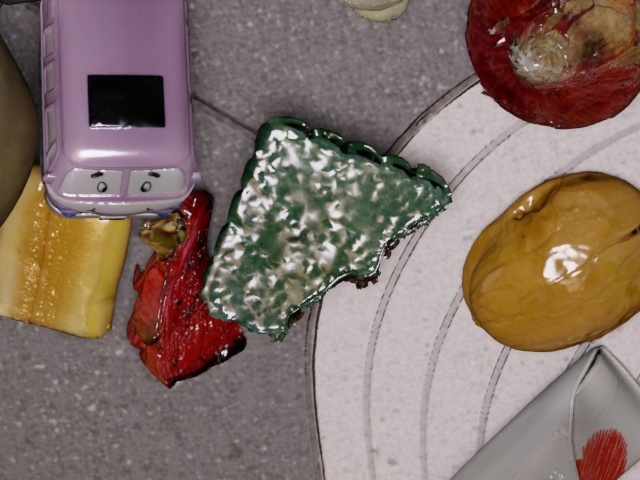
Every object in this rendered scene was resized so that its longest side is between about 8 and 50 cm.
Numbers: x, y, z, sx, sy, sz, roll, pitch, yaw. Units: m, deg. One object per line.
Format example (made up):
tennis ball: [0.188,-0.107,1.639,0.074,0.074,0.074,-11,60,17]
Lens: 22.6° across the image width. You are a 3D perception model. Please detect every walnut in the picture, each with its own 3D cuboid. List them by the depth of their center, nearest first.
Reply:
walnut: [0.235,0.036,1.532,0.211,0.087,0.167,-37,104,14]

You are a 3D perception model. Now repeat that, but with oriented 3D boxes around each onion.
onion: [0.207,-0.175,1.442,0.184,0.147,0.184,14,124,23]

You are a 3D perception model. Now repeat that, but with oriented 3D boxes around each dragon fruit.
dragon fruit: [-0.128,0.045,1.563,0.122,0.092,0.192,10,107,2]

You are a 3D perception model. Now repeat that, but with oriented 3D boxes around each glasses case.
glasses case: [0.208,0.250,1.597,0.128,0.083,0.308,41,106,-6]

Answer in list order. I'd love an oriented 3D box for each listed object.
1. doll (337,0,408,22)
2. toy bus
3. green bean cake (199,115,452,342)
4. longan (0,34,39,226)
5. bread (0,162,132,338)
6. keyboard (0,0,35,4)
doll: [-0.018,-0.318,1.440,0.278,0.175,0.149,26,68,-1]
toy bus: [-0.188,-0.123,1.459,0.142,0.142,0.202,-1,81,-17]
green bean cake: [0.000,0.000,1.513,0.193,0.107,0.208,22,94,-10]
longan: [-0.399,-0.106,1.428,0.350,0.288,0.288,21,114,46]
bread: [-0.253,0.007,1.568,0.134,0.085,0.173,17,108,2]
keyboard: [-0.205,-0.286,1.514,0.262,0.016,0.106,-7,106,7]
